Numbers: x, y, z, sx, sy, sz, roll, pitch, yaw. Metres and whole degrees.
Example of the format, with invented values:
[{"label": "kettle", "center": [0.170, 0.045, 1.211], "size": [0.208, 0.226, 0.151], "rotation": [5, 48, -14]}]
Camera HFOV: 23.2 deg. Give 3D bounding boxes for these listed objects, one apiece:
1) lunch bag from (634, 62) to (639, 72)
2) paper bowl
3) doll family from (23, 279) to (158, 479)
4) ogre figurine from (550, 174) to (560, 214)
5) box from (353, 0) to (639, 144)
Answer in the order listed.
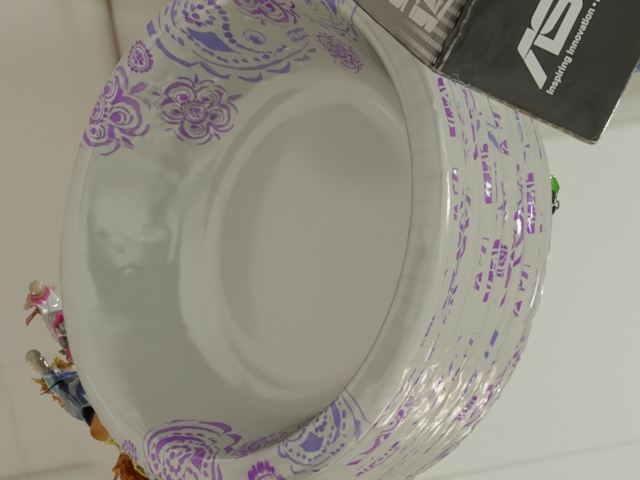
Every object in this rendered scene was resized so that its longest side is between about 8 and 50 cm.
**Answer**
[{"label": "lunch bag", "center": [0.335, -0.234, 1.435], "size": [0.096, 0.151, 0.129], "rotation": [38, 38, -46]}, {"label": "paper bowl", "center": [0.000, 0.000, 0.842], "size": [0.148, 0.284, 0.284], "rotation": [14, 57, -46]}, {"label": "doll family", "center": [-0.171, 0.148, 1.316], "size": [0.263, 0.118, 0.163], "rotation": [40, -7, -25]}, {"label": "ogre figurine", "center": [0.138, 0.005, 1.507], "size": [0.097, 0.197, 0.118], "rotation": [44, -13, 28]}, {"label": "box", "center": [0.086, -0.169, 0.565], "size": [0.216, 0.060, 0.270], "rotation": [-63, -166, 12]}]
